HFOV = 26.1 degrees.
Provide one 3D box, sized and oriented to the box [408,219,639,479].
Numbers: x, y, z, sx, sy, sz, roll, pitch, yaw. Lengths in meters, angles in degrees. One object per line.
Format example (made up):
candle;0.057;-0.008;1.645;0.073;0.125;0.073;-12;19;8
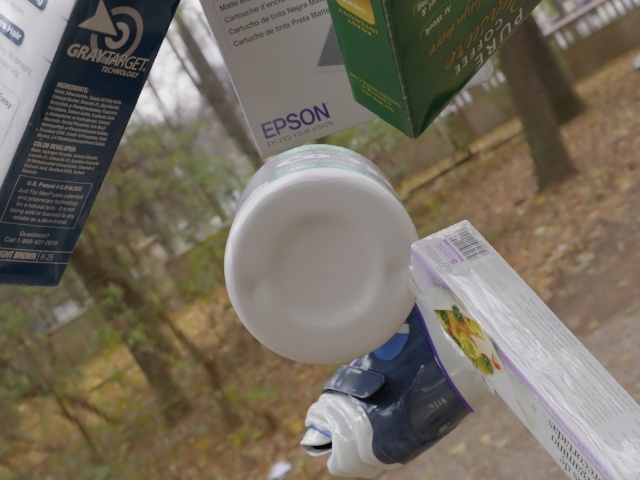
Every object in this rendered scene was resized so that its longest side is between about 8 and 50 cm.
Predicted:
box;0.186;0.111;1.159;0.067;0.324;0.063;-24;-39;-20

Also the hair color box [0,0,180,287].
hair color box;-0.233;-0.152;1.133;0.105;0.174;0.347;5;-64;-50

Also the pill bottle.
pill bottle;0.000;0.000;1.550;0.204;0.204;0.361;-31;9;4

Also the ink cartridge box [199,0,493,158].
ink cartridge box;0.011;-0.209;1.202;0.223;0.224;0.045;-19;12;17

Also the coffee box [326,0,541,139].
coffee box;0.045;-0.132;0.524;0.113;0.040;0.184;-50;-27;-15

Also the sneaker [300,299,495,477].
sneaker;0.063;0.153;1.641;0.236;0.130;0.323;-33;25;8
